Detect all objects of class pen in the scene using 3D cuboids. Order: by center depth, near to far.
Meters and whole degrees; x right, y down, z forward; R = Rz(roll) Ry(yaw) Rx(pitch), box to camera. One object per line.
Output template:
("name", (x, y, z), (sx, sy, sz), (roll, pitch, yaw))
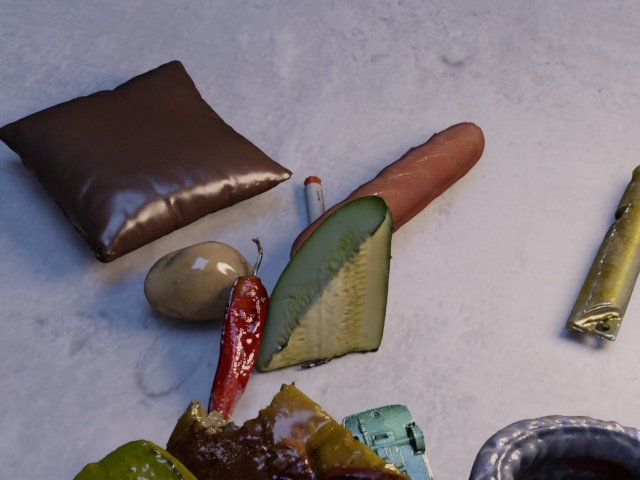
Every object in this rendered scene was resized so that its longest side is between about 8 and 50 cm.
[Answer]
("pen", (0.000, 0.000, 2.066), (0.028, 0.028, 0.239), (-3, 45, -6))

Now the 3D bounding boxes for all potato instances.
("potato", (-0.154, 0.053, 1.954), (0.147, 0.112, 0.112), (-10, 46, -4))

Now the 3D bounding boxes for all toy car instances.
("toy car", (0.089, 0.300, 1.741), (0.090, 0.076, 0.224), (-12, 66, -11))

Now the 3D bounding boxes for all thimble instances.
("thimble", (0.271, 0.307, 1.683), (0.236, 0.172, 0.205), (-22, 54, -20))

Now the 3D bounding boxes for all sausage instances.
("sausage", (0.106, -0.064, 2.078), (0.088, 0.088, 0.433), (30, 45, 24))

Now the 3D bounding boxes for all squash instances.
("squash", (-0.006, 0.038, 1.870), (0.169, 0.252, 0.093), (-12, 46, -15))

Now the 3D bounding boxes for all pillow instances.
("pillow", (-0.248, -0.118, 2.111), (0.305, 0.108, 0.308), (-25, 51, -27))

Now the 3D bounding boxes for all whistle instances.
("whistle", (0.410, 0.015, 2.054), (0.068, 0.057, 0.326), (19, 47, 15))

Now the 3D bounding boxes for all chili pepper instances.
("chili pepper", (-0.099, 0.121, 1.883), (0.050, 0.059, 0.268), (4, 63, 18))

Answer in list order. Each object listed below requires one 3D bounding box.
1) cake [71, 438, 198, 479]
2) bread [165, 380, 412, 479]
("cake", (-0.170, 0.344, 1.595), (0.179, 0.156, 0.260), (-42, 63, -7))
("bread", (-0.011, 0.281, 1.675), (0.380, 0.109, 0.185), (34, 94, 33))
